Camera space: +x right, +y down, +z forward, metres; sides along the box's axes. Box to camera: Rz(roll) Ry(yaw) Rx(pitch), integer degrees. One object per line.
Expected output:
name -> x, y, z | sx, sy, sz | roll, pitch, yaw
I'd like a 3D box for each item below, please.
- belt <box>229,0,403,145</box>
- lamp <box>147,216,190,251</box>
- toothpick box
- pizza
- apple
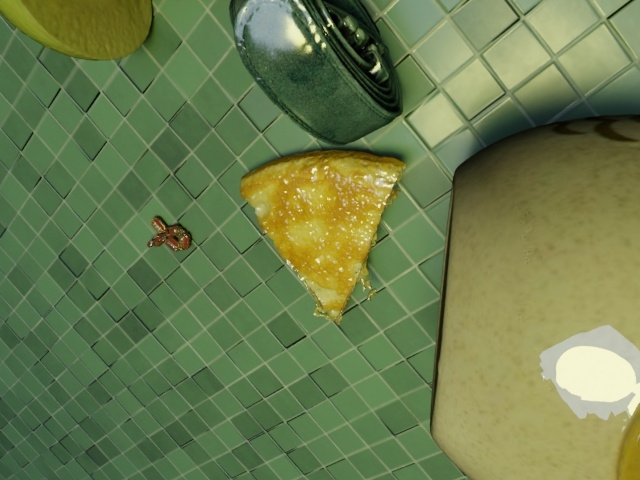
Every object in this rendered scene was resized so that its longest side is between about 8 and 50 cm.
belt -> -0.004, -0.218, 0.562 | 0.116, 0.267, 0.206 | -25, 76, 28
lamp -> -0.276, -0.005, 0.894 | 0.083, 0.031, 0.063 | 16, 117, 10
toothpick box -> 0.334, 0.089, 0.475 | 0.426, 0.409, 0.408 | 5, 113, 14
pizza -> 0.000, 0.000, 0.766 | 0.280, 0.075, 0.287 | 6, 115, 24
apple -> -0.296, -0.381, 0.617 | 0.292, 0.254, 0.291 | 7, 109, 21
